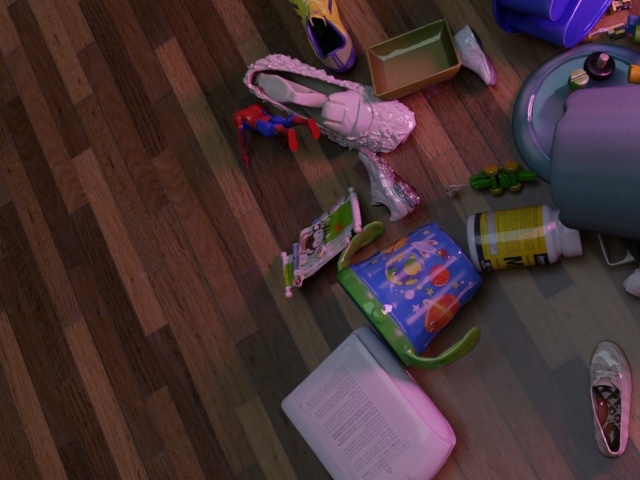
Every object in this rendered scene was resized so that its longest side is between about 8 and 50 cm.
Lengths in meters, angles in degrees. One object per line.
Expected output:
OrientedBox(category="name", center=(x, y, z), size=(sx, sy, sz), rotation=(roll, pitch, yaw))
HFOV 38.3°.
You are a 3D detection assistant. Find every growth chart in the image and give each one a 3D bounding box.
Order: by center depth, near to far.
OrientedBox(category="growth chart", center=(0.000, 0.000, 1.943), size=(0.237, 0.021, 0.172), rotation=(-43, 31, 16))

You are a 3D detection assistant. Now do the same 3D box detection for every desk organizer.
OrientedBox(category="desk organizer", center=(0.135, -0.131, 1.955), size=(0.130, 0.047, 0.050), rotation=(40, 96, 23))

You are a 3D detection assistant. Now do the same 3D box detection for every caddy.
OrientedBox(category="caddy", center=(0.475, -0.550, 1.809), size=(0.179, 0.241, 0.341), rotation=(37, 92, 32))

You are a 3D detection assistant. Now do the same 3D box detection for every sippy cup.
OrientedBox(category="sippy cup", center=(0.184, 0.091, 1.806), size=(0.224, 0.240, 0.305), rotation=(-39, 90, -3))

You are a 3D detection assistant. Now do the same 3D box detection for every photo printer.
OrientedBox(category="photo printer", center=(0.099, 0.361, 1.805), size=(0.256, 0.107, 0.307), rotation=(-47, 69, 21))

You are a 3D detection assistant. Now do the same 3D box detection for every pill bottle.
OrientedBox(category="pill bottle", center=(0.398, -0.007, 1.791), size=(0.209, 0.119, 0.119), rotation=(-8, 76, 19))

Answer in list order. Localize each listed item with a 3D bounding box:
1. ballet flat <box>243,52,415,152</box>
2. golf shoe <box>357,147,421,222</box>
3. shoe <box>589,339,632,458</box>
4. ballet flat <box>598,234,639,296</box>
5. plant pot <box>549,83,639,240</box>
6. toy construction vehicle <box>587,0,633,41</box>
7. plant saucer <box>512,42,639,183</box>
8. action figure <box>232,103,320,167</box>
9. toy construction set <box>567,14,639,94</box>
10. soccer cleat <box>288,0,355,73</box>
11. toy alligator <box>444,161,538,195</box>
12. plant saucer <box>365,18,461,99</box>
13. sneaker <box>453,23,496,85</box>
OrientedBox(category="ballet flat", center=(0.001, -0.291, 1.989), size=(0.409, 0.147, 0.147), rotation=(25, 88, 24))
OrientedBox(category="golf shoe", center=(0.121, -0.114, 1.899), size=(0.086, 0.069, 0.176), rotation=(-46, 67, 17))
OrientedBox(category="shoe", center=(0.539, 0.293, 1.707), size=(0.077, 0.058, 0.219), rotation=(-4, 77, 19))
OrientedBox(category="ballet flat", center=(0.598, 0.041, 1.730), size=(0.096, 0.095, 0.280), rotation=(-38, 58, 20))
OrientedBox(category="plant pot", center=(0.594, -0.133, 1.577), size=(0.334, 0.341, 0.341), rotation=(7, 81, 34))
OrientedBox(category="toy construction vehicle", center=(0.584, -0.450, 1.864), size=(0.098, 0.035, 0.085), rotation=(-10, 75, 18))
OrientedBox(category="plant saucer", center=(0.539, -0.251, 1.835), size=(0.318, 0.044, 0.317), rotation=(-5, 76, 20))
OrientedBox(category="action figure", center=(-0.105, -0.220, 2.019), size=(0.091, 0.139, 0.280), rotation=(-29, 33, -25))
OrientedBox(category="toy construction set", center=(0.660, -0.337, 1.670), size=(0.309, 0.237, 0.257), rotation=(34, 73, 13))
OrientedBox(category="soccer cleat", center=(-0.007, -0.501, 2.045), size=(0.093, 0.121, 0.289), rotation=(-30, 70, 12))
OrientedBox(category="toy alligator", center=(0.346, -0.128, 1.877), size=(0.190, 0.056, 0.051), rotation=(-9, 34, 20))
OrientedBox(category="plant saucer", center=(0.199, -0.373, 1.948), size=(0.188, 0.045, 0.188), rotation=(-19, 42, 12))
OrientedBox(category="sneaker", center=(0.323, -0.380, 1.941), size=(0.061, 0.054, 0.152), rotation=(-32, 63, 21))
